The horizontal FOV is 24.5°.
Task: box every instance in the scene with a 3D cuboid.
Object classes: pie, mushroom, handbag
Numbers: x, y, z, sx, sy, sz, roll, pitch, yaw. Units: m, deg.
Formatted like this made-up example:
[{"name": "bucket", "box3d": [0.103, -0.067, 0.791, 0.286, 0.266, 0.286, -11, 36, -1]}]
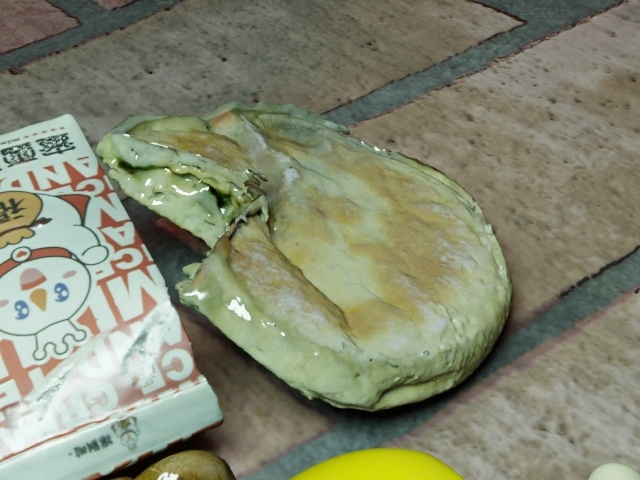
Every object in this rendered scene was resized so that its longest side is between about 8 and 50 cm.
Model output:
[{"name": "pie", "box3d": [0.000, 0.000, 1.065, 0.337, 0.075, 0.337, 19, 29, -11]}, {"name": "mushroom", "box3d": [-0.099, 0.172, 0.888, 0.088, 0.072, 0.129, -10, -11, -47]}, {"name": "handbag", "box3d": [-0.192, 0.063, 0.996, 0.171, 0.151, 0.298, -18, 44, -15]}]

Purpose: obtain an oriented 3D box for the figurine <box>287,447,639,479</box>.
[{"name": "figurine", "box3d": [0.109, 0.188, 0.716, 0.344, 0.215, 0.187, -6, 37, -9]}]
